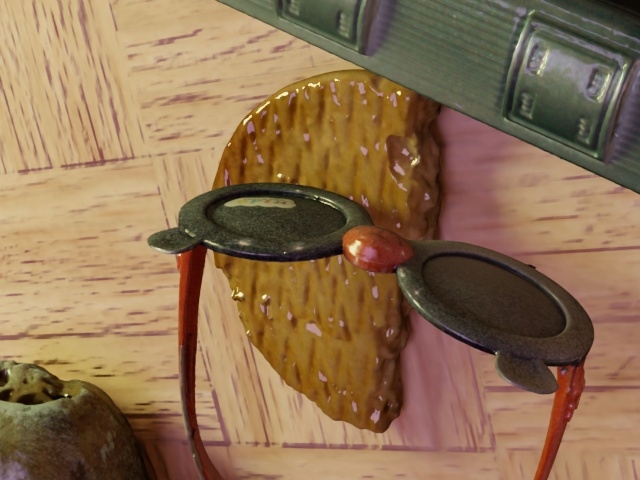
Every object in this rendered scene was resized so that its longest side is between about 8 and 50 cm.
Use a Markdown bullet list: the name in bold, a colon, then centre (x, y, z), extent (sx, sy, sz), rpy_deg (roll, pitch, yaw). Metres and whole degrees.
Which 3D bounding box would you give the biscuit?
- **biscuit**: centre (0.001, 0.000, 0.856), extent (0.144, 0.033, 0.224), rpy_deg (17, 119, 25)

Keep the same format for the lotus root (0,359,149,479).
- **lotus root**: centre (-0.193, 0.237, 1.013), extent (0.158, 0.140, 0.322), rpy_deg (10, 116, 29)

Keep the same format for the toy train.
- **toy train**: centre (0.047, -0.129, 0.744), extent (0.409, 0.089, 0.086), rpy_deg (27, 126, 21)

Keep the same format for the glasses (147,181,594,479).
- **glasses**: centre (0.016, 0.109, 0.806), extent (0.234, 0.118, 0.268), rpy_deg (18, 121, 18)
